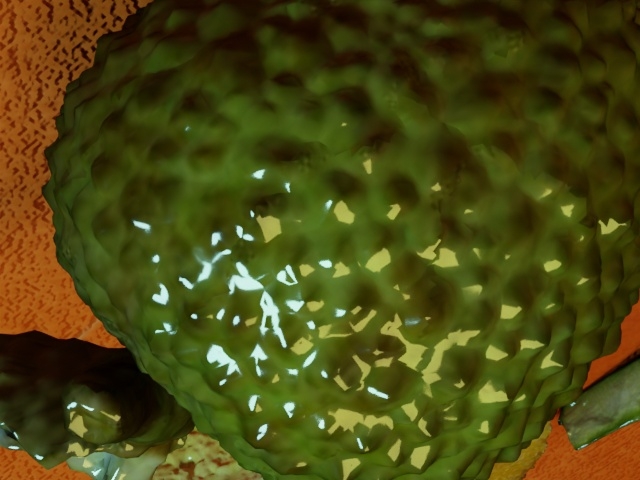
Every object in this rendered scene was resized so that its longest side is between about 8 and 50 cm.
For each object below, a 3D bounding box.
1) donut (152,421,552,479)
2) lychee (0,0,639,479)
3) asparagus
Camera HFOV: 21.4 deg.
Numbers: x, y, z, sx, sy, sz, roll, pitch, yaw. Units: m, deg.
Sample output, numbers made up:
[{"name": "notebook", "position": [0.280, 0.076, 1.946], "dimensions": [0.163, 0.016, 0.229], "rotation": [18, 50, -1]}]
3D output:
[{"name": "donut", "position": [0.008, 0.154, 1.055], "dimensions": [0.259, 0.101, 0.152], "rotation": [-19, 143, -8]}, {"name": "lychee", "position": [0.009, -0.008, 0.743], "dimensions": [0.320, 0.270, 0.270], "rotation": [-54, 146, -17]}, {"name": "asparagus", "position": [0.240, 0.086, 1.148], "dimensions": [0.178, 0.045, 0.041], "rotation": [-31, 109, 10]}]
